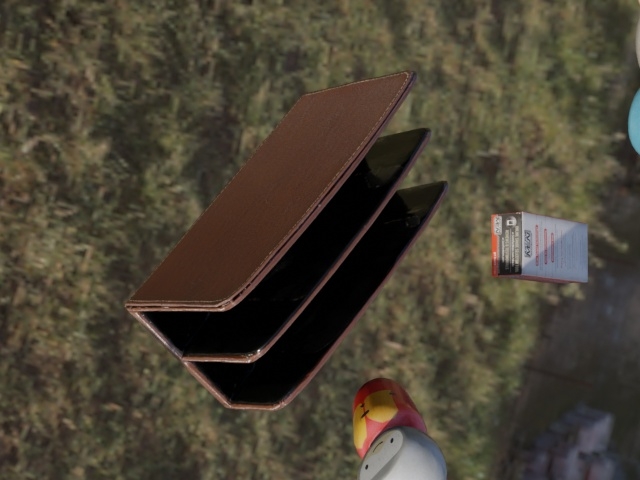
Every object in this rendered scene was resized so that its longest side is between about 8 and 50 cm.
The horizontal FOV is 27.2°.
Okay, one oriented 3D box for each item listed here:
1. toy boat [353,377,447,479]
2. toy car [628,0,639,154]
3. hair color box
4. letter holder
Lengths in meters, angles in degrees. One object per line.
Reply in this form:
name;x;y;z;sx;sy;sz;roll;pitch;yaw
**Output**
toy boat;0.057;0.272;1.044;0.148;0.267;0.318;-107;-167;-69
toy car;0.295;-0.144;0.889;0.238;0.219;0.210;28;89;-43
hair color box;0.248;0.010;1.489;0.141;0.043;0.072;8;81;-49
letter holder;0.000;0.000;1.248;0.152;0.214;0.302;48;64;-20
